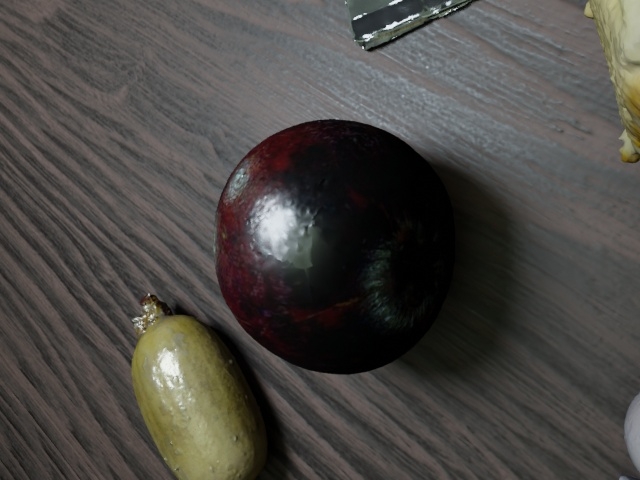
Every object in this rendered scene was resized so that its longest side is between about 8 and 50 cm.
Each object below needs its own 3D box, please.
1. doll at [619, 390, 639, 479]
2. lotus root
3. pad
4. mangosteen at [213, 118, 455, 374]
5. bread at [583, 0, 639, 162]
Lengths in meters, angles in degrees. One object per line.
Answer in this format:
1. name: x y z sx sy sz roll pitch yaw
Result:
1. doll: 0.360 0.276 0.559 0.150 0.151 0.287 20 108 26
2. lotus root: -0.206 0.236 0.862 0.169 0.151 0.343 -34 82 27
3. pad: 0.128 -0.363 0.690 0.233 0.022 0.174 -16 86 28
4. mangosteen: 0.005 0.000 0.651 0.300 0.300 0.301 3 97 29
5. bread: 0.369 -0.238 0.371 0.371 0.390 0.280 -14 80 31
